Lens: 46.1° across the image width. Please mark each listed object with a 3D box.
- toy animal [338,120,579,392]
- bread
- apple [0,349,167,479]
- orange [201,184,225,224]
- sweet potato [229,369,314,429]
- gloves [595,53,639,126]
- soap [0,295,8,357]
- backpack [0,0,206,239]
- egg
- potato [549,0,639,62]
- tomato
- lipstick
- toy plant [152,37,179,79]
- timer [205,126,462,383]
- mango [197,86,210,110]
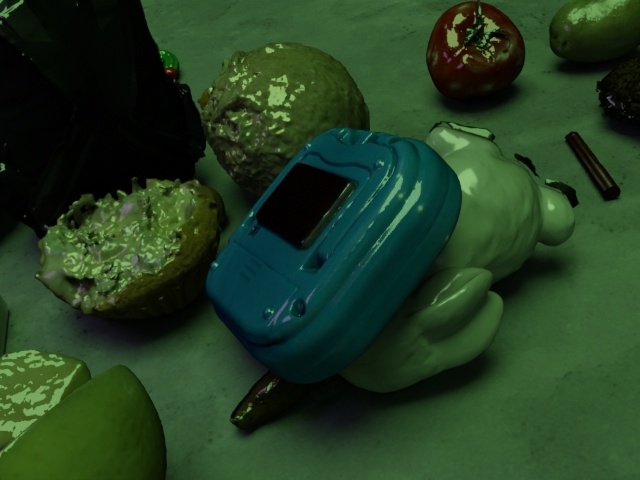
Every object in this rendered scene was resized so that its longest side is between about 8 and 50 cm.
[{"bbox_3d":[0.154,0.036,0.946,0.257,0.194,0.357,10,54,30],"label":"toy animal"},{"bbox_3d":[-0.266,0.017,1.101,0.273,0.149,0.274,-11,43,10],"label":"bread"},{"bbox_3d":[-0.287,0.257,0.752,0.295,0.234,0.258,-9,22,33],"label":"apple"},{"bbox_3d":[-0.196,-0.050,1.222,0.083,0.070,0.083,0,49,0],"label":"orange"},{"bbox_3d":[-0.031,0.145,0.952,0.081,0.062,0.233,-11,36,40],"label":"sweet potato"},{"bbox_3d":[0.595,-0.245,1.191,0.312,0.135,0.210,11,49,29],"label":"gloves"},{"bbox_3d":[-0.521,0.151,1.074,0.121,0.064,0.183,-17,39,-4],"label":"soap"},{"bbox_3d":[-0.381,-0.217,1.183,0.363,0.446,0.255,-31,49,-20],"label":"backpack"},{"bbox_3d":[-0.054,-0.187,1.198,0.279,0.279,0.310,-8,11,6],"label":"egg"},{"bbox_3d":[0.517,-0.405,1.394,0.193,0.157,0.157,-20,39,-10],"label":"potato"},{"bbox_3d":[0.274,-0.343,1.376,0.186,0.151,0.187,1,81,-3],"label":"tomato"},{"bbox_3d":[0.424,-0.123,1.178,0.027,0.027,0.177,-11,38,2],"label":"lipstick"},{"bbox_3d":[-0.393,-0.392,1.677,0.154,0.088,0.240,-18,44,-30],"label":"toy plant"},{"bbox_3d":[0.000,0.000,0.912,0.309,0.115,0.340,-51,25,-5],"label":"timer"},{"bbox_3d":[-0.151,-0.269,1.474,0.190,0.075,0.098,6,48,11],"label":"mango"}]
